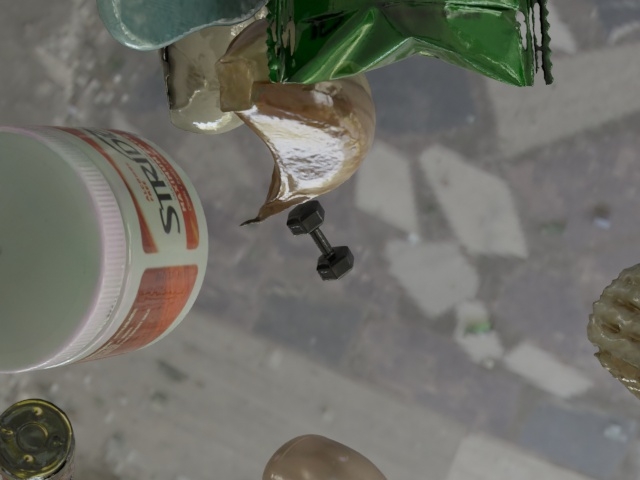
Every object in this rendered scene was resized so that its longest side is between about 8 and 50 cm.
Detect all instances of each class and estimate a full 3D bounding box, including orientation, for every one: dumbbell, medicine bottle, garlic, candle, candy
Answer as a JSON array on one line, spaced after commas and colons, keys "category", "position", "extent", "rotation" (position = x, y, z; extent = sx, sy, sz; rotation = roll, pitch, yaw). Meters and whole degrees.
[{"category": "dumbbell", "position": [0.000, 0.000, 1.821], "extent": [0.083, 0.040, 0.036], "rotation": [57, 169, -25]}, {"category": "medicine bottle", "position": [-0.275, 0.006, 1.941], "extent": [0.253, 0.241, 0.252], "rotation": [1, 94, 23]}, {"category": "garlic", "position": [-0.009, -0.103, 1.532], "extent": [0.115, 0.128, 0.206], "rotation": [10, 148, 15]}, {"category": "candle", "position": [-0.178, 0.137, 1.161], "extent": [0.052, 0.052, 0.130], "rotation": [26, 161, 2]}, {"category": "candy", "position": [0.061, -0.176, 1.318], "extent": [0.203, 0.078, 0.141], "rotation": [-3, 97, 1]}]

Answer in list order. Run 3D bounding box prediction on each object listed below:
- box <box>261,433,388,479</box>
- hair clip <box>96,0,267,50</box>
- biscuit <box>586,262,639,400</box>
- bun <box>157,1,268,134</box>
[{"category": "box", "position": [0.027, 0.261, 1.651], "extent": [0.146, 0.088, 0.200], "rotation": [16, 140, 55]}, {"category": "hair clip", "position": [0.031, -0.321, 1.336], "extent": [0.238, 0.392, 0.318], "rotation": [-10, 164, 42]}, {"category": "biscuit", "position": [0.233, 0.089, 0.824], "extent": [0.239, 0.061, 0.108], "rotation": [31, 174, 38]}, {"category": "bun", "position": [-0.092, -0.186, 1.707], "extent": [0.120, 0.172, 0.172], "rotation": [-6, 134, -5]}]
